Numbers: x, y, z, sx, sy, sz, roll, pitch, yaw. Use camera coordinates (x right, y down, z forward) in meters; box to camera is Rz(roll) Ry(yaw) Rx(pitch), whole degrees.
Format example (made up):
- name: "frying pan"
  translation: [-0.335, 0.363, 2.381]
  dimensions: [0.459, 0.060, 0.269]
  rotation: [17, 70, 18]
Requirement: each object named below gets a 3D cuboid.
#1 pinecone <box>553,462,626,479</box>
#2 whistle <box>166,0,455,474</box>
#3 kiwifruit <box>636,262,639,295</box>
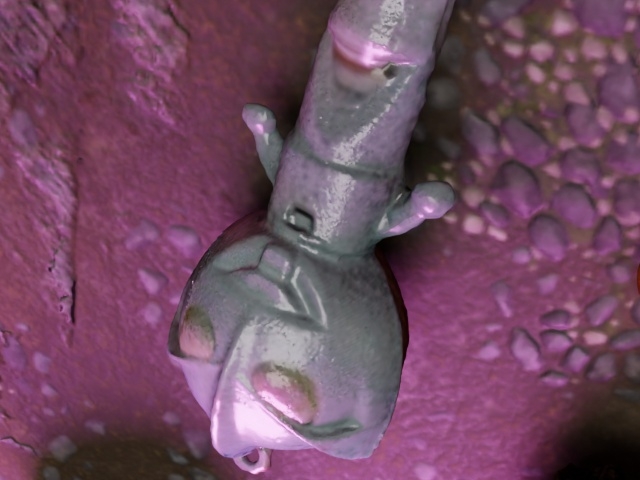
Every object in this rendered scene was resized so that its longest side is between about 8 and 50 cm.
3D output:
- name: "pinecone"
  translation: [0.162, 0.229, 0.610]
  dimensions: [0.163, 0.163, 0.165]
  rotation: [48, 135, -14]
- name: "whistle"
  translation: [0.000, -0.001, 0.543]
  dimensions: [0.142, 0.133, 0.346]
  rotation: [41, 123, 41]
- name: "kiwifruit"
  translation: [0.231, 0.014, 0.503]
  dimensions: [0.124, 0.075, 0.075]
  rotation: [-25, 110, 32]
